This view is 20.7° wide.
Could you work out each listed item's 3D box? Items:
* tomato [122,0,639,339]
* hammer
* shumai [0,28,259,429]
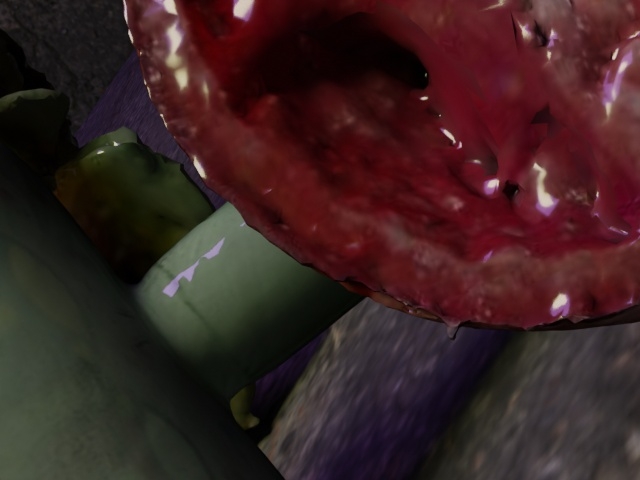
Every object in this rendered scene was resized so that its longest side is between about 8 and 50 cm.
[{"bbox_3d":[0.059,-0.060,0.422,0.189,0.173,0.099,-23,-15,11],"label":"tomato"},{"bbox_3d":[0.000,0.000,0.504,0.335,0.206,0.119,-40,-8,-4],"label":"hammer"},{"bbox_3d":[-0.223,0.066,0.745,0.395,0.395,0.348,-59,21,-5],"label":"shumai"}]
